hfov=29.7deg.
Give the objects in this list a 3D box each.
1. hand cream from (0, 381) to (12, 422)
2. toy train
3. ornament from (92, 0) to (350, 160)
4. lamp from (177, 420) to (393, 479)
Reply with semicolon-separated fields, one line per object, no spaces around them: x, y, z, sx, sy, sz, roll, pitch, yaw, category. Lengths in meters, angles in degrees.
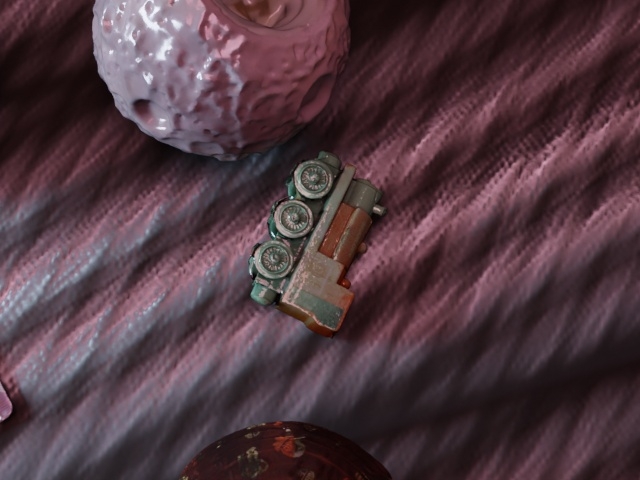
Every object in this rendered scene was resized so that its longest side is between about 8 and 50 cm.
-0.480;0.195;1.177;0.341;0.078;0.124;-27;77;-10;hand cream
0.000;0.000;1.218;0.118;0.074;0.175;28;73;-3;toy train
-0.099;-0.206;1.183;0.259;0.225;0.259;11;64;-23;ornament
-0.033;0.281;1.070;0.247;0.247;0.246;0;76;1;lamp
